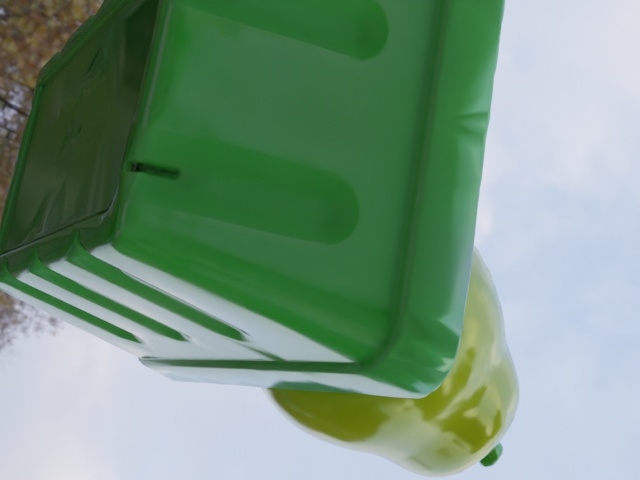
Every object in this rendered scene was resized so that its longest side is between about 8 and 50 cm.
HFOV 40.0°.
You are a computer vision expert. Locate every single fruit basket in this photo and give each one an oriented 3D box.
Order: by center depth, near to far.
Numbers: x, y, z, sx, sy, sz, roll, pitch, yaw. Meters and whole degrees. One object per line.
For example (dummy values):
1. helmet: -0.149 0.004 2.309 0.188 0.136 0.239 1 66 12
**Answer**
1. fruit basket: 0.000 0.000 0.589 0.392 0.392 0.282 -1 -107 40
